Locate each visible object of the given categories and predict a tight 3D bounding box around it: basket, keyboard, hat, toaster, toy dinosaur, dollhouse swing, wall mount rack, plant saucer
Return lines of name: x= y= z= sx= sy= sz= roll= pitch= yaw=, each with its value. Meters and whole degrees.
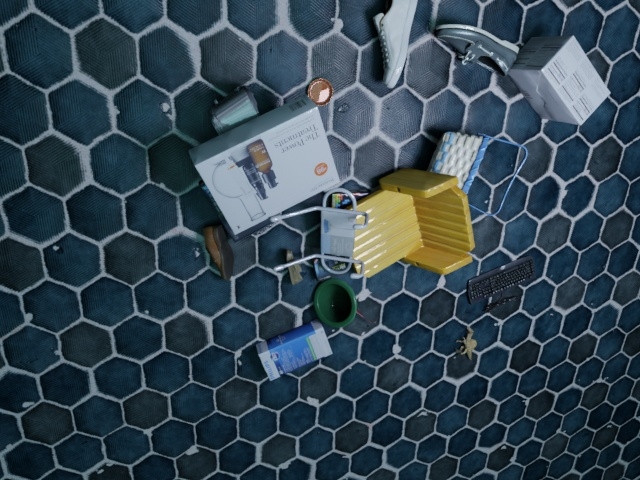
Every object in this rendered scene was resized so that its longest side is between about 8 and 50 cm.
basket: x=0.528 y=-0.251 z=1.583 sx=0.288 sy=0.201 sz=0.255 roll=25 pitch=105 yaw=8
keyboard: x=0.770 y=0.200 z=1.942 sx=0.317 sy=0.033 sz=0.202 roll=-21 pitch=115 yaw=-6
hat: x=0.090 y=0.237 z=1.762 sx=0.172 sy=0.183 sz=0.209 roll=-8 pitch=90 yaw=25
toaster: x=-0.233 y=-0.340 z=1.389 sx=0.146 sy=0.129 sz=0.227 roll=-28 pitch=123 yaw=0
toy dinosaur: x=0.638 y=0.468 z=1.996 sx=0.092 sy=0.053 sz=0.183 roll=-14 pitch=114 yaw=-12
dollhouse swing: x=0.293 y=-0.017 z=1.566 sx=0.305 sy=0.315 sz=0.347 roll=-37 pitch=125 yaw=-27
wall mount rack: x=0.000 y=0.000 z=1.510 sx=0.303 sy=0.131 sz=0.350 roll=7 pitch=126 yaw=8
plant saucer: x=-0.001 y=-0.473 z=1.465 sx=0.083 sy=0.013 sz=0.084 roll=-6 pitch=113 yaw=-14

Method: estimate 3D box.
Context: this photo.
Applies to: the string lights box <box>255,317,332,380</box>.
string lights box: x=-0.099 y=0.415 z=1.748 sx=0.259 sy=0.077 sz=0.134 roll=-21 pitch=114 yaw=-7

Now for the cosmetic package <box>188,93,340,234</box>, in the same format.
cosmetic package: x=-0.153 y=-0.218 z=1.368 sx=0.377 sy=0.097 sz=0.285 roll=-28 pitch=138 yaw=-5

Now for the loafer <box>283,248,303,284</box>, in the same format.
loafer: x=-0.096 y=0.090 z=1.638 sx=0.050 sy=0.056 sz=0.148 roll=-16 pitch=124 yaw=-10

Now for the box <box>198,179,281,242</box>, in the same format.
box: x=-0.258 y=-0.133 z=1.498 sx=0.183 sy=0.059 sz=0.233 roll=-29 pitch=116 yaw=-5

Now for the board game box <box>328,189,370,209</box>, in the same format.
board game box: x=0.098 y=-0.091 z=1.624 sx=0.140 sy=0.048 sz=0.171 roll=-4 pitch=112 yaw=-14

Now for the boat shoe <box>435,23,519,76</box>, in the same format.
boat shoe: x=0.508 y=-0.621 z=1.499 sx=0.319 sy=0.116 sz=0.099 roll=8 pitch=105 yaw=-24

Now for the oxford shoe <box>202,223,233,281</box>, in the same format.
oxford shoe: x=-0.345 y=0.042 z=1.549 sx=0.075 sy=0.076 sz=0.213 roll=0 pitch=117 yaw=16

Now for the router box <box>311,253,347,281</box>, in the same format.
router box: x=0.033 y=0.089 z=1.681 sx=0.122 sy=0.038 sz=0.092 roll=-16 pitch=115 yaw=-10

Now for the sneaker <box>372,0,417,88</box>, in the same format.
sneaker: x=0.210 y=-0.628 z=1.427 sx=0.122 sy=0.106 sz=0.290 roll=8 pitch=101 yaw=-9

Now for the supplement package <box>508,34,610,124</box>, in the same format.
supplement package: x=0.800 y=-0.544 z=1.562 sx=0.261 sy=0.204 sz=0.145 roll=39 pitch=97 yaw=-25
